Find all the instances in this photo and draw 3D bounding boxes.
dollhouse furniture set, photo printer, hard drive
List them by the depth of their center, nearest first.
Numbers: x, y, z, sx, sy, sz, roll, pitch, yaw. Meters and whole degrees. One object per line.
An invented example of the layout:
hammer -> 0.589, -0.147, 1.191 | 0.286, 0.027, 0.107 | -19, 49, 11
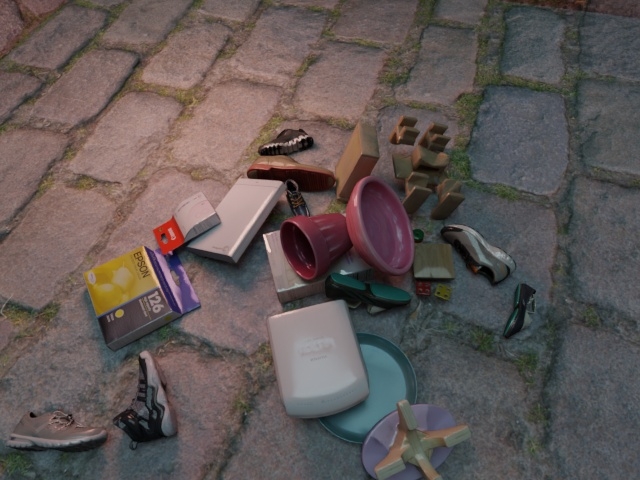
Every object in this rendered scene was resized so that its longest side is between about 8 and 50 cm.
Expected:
photo printer -> -0.007, 0.342, 1.273 | 0.256, 0.107, 0.307 | -12, 57, -4
hard drive -> -0.303, -0.084, 1.613 | 0.233, 0.047, 0.352 | 9, 56, 34
dollhouse furniture set -> 0.283, -0.257, 1.669 | 0.395, 0.256, 0.361 | 8, 56, -16

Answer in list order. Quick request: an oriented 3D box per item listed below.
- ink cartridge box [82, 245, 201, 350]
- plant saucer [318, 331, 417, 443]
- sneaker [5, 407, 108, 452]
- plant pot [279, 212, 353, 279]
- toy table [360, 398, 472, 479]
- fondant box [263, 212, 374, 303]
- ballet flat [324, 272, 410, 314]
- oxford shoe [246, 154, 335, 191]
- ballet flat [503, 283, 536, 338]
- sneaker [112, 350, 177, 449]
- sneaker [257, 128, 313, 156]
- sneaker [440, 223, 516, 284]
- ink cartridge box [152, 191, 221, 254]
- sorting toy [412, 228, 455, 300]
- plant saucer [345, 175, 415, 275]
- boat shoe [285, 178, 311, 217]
ink cartridge box -> -0.608, 0.167, 1.502 | 0.308, 0.072, 0.303 | -29, 59, -12
plant saucer -> 0.121, 0.427, 1.299 | 0.318, 0.043, 0.317 | -2, 57, 3
sneaker -> -0.738, 0.529, 1.252 | 0.282, 0.105, 0.115 | -1, 57, 4
plant pot -> 0.000, 0.000, 1.393 | 0.180, 0.201, 0.201 | -24, 58, -29
toy table -> 0.245, 0.523, 1.130 | 0.275, 0.161, 0.252 | -32, 80, -14
fondant box -> -0.010, 0.054, 1.517 | 0.331, 0.096, 0.238 | -14, 58, -7
ballet flat -> 0.144, 0.176, 1.419 | 0.281, 0.096, 0.095 | 16, 26, -6
oxford shoe -> -0.106, -0.281, 1.727 | 0.349, 0.122, 0.130 | 9, 53, 8
ballet flat -> 0.630, 0.224, 1.382 | 0.074, 0.074, 0.203 | 21, 59, 16
sneaker -> -0.524, 0.460, 1.283 | 0.153, 0.101, 0.268 | -23, 61, -14
sneaker -> -0.153, -0.407, 1.839 | 0.235, 0.078, 0.106 | -18, 55, -12
sneaker -> 0.515, 0.040, 1.492 | 0.272, 0.100, 0.108 | 39, 73, 25
ink cartridge box -> -0.499, -0.070, 1.616 | 0.233, 0.066, 0.189 | -28, 42, -14
sorting toy -> 0.378, 0.086, 1.499 | 0.133, 0.046, 0.274 | 1, 57, 4
plant saucer -> 0.187, -0.040, 1.425 | 0.084, 0.332, 0.331 | -22, 49, 35
boat shoe -> -0.089, -0.142, 1.655 | 0.065, 0.083, 0.183 | -24, 59, -11
